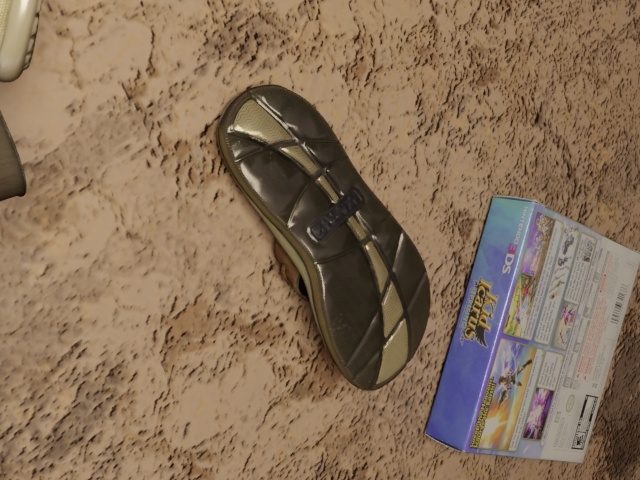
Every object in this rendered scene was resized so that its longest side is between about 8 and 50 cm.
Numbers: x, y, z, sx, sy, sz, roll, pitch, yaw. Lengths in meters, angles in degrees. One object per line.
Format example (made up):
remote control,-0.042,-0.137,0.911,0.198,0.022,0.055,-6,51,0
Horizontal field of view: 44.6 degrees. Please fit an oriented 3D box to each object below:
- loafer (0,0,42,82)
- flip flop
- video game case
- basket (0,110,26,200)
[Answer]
loafer,-0.206,-0.218,0.422,0.092,0.102,0.268,-7,91,-22
flip flop,0.000,0.000,0.655,0.112,0.080,0.277,-39,107,-21
video game case,0.249,0.110,0.886,0.244,0.061,0.269,18,87,-42
basket,-0.288,-0.052,0.356,0.227,0.154,0.204,-35,126,-25
